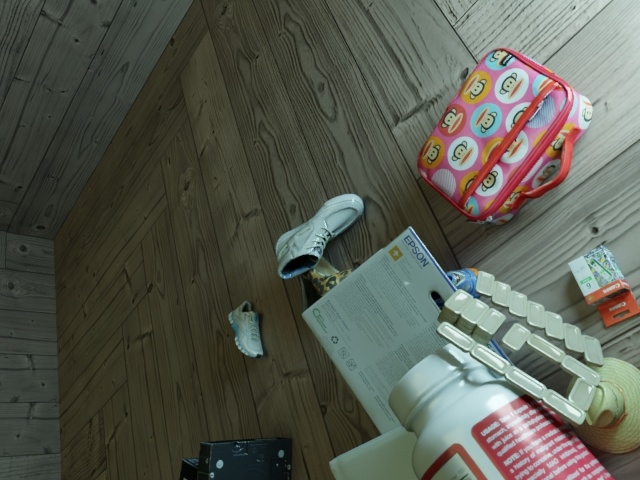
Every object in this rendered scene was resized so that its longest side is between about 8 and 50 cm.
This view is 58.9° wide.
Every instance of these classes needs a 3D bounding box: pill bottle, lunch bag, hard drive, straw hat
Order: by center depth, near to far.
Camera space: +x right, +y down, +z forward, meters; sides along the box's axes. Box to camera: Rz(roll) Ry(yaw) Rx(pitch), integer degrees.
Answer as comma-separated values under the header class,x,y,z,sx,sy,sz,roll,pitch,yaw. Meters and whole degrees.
class,x,y,z,sx,sy,sz,roll,pitch,yaw
pill bottle,0.285,0.357,0.833,0.229,0.229,0.407,-55,53,25
straw hat,0.426,0.250,0.865,0.145,0.061,0.144,-16,68,46
lunch bag,0.340,-0.177,1.046,0.293,0.120,0.258,-58,47,24
hard drive,0.169,0.464,1.078,0.307,0.040,0.203,-41,73,36
hard drive,-0.180,0.646,1.333,0.064,0.237,0.338,-16,69,47

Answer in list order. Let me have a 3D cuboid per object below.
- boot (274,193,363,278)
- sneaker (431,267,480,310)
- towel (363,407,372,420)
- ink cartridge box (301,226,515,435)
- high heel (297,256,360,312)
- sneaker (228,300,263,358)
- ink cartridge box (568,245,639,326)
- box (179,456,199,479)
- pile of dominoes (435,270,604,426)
class,x,y,z,sx,sy,sz,roll,pitch,yaw
boot,0.000,0.000,1.358,0.258,0.095,0.123,-35,34,21
sneaker,0.213,0.110,1.132,0.221,0.087,0.083,-38,52,37
towel,0.138,0.328,1.206,0.119,0.029,0.067,-53,46,25
ink cartridge box,0.164,0.189,1.090,0.330,0.071,0.324,-41,77,32
high heel,0.027,0.055,1.365,0.261,0.093,0.186,-33,54,42
sneaker,-0.200,0.246,1.598,0.083,0.071,0.190,-52,46,20
ink cartridge box,0.452,0.073,0.906,0.063,0.029,0.115,-38,53,36
box,-0.247,0.635,1.436,0.108,0.207,0.153,0,81,49
pile of dominoes,0.313,0.163,0.895,0.251,0.196,0.040,34,133,23
